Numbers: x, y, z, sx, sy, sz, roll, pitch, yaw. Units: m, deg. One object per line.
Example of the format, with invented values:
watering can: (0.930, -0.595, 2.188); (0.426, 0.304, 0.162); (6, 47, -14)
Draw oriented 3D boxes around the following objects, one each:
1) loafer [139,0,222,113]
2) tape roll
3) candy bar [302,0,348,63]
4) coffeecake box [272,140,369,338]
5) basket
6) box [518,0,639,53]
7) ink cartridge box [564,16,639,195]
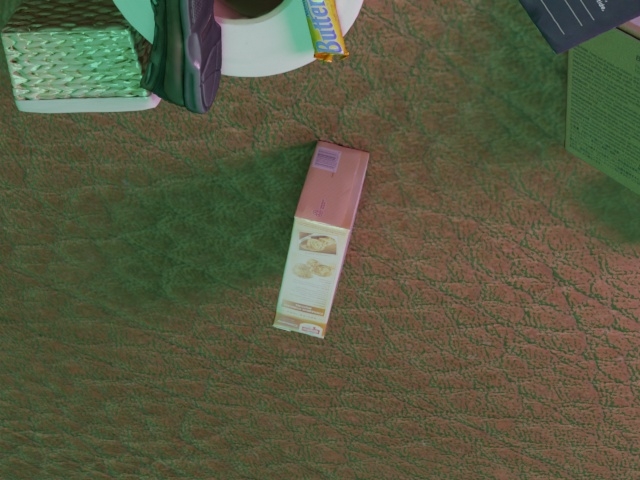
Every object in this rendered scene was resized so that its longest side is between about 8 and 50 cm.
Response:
loafer: (-0.147, -0.238, 1.307); (0.084, 0.096, 0.268); (13, 136, 10)
tape roll: (-0.082, -0.309, 1.356); (0.286, 0.100, 0.286); (7, 132, 7)
candy bar: (-0.004, -0.244, 1.315); (0.040, 0.018, 0.161); (-2, 130, 16)
coffeecake box: (0.000, 0.000, 1.590); (0.068, 0.142, 0.185); (14, 133, 1)
basket: (-0.256, -0.213, 1.477); (0.167, 0.113, 0.103); (1, 128, 12)
box: (0.288, -0.361, 1.054); (0.312, 0.343, 0.179); (-24, 121, 31)
ink cartridge box: (0.357, -0.132, 1.338); (0.234, 0.088, 0.193); (40, 148, 39)
